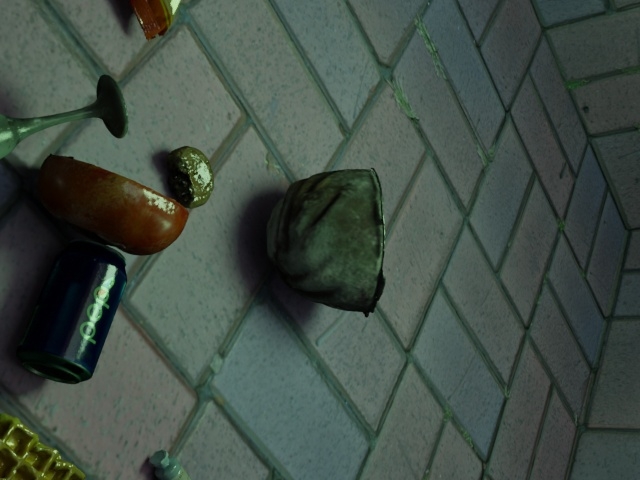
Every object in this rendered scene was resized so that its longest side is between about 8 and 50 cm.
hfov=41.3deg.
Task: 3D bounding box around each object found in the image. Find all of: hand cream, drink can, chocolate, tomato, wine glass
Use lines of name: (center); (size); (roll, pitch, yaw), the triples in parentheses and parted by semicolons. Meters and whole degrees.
hand cream: (-0.239, 0.428, 1.461); (0.065, 0.043, 0.171); (-51, 128, -37)
drink can: (-0.369, 0.106, 1.281); (0.118, 0.118, 0.205); (40, 55, -42)
chocolate: (0.000, 0.000, 1.676); (0.212, 0.303, 0.303); (1, 81, -8)
tomato: (-0.322, -0.043, 1.297); (0.236, 0.236, 0.095); (30, 77, -46)
wine glass: (-0.481, -0.201, 1.238); (0.309, 0.264, 0.096); (-20, 136, -31)

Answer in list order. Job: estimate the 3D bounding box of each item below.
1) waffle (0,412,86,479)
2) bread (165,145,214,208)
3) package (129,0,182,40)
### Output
waffle: (-0.458, 0.363, 1.172); (0.219, 0.057, 0.229); (56, 46, -30)
bread: (-0.236, -0.115, 1.538); (0.082, 0.060, 0.113); (-25, 106, -51)
package: (-0.281, -0.511, 1.508); (0.223, 0.108, 0.288); (56, 42, -33)
